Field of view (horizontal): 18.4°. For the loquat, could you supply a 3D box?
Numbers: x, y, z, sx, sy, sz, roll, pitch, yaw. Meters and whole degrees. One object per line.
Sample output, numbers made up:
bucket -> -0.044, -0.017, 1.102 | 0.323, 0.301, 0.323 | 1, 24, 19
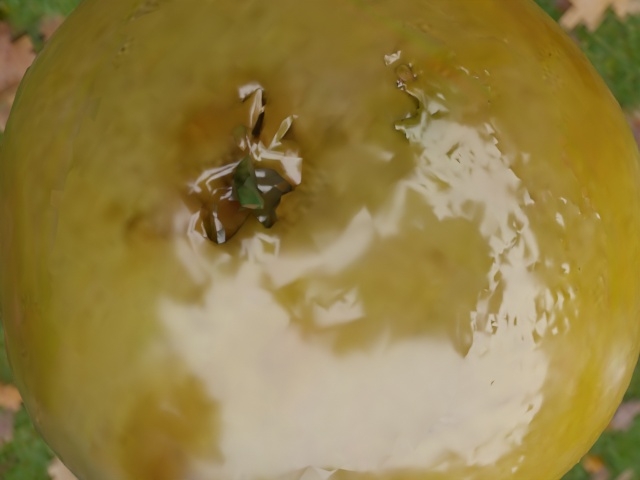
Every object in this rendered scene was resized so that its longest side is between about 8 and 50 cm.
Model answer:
loquat -> 0.000, 0.000, 0.774 | 0.263, 0.263, 0.263 | -14, 128, -20
